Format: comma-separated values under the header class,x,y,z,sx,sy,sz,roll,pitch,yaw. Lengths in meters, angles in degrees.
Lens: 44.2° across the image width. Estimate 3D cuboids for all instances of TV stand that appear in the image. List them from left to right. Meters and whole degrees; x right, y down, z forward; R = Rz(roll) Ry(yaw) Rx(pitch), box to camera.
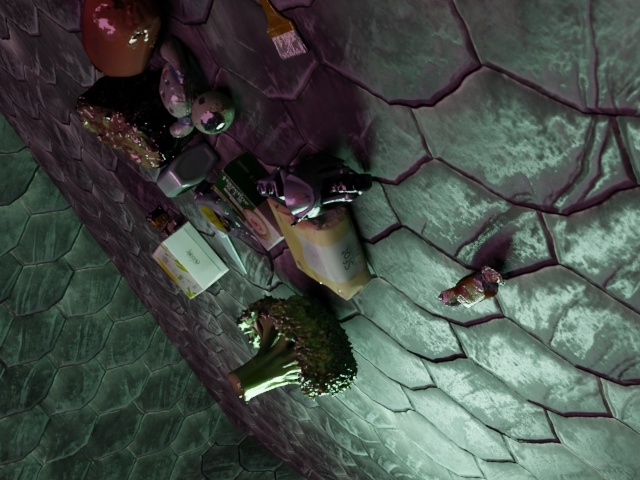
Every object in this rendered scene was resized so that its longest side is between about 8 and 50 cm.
class,x,y,z,sx,sy,sz,roll,pitch,yaw
TV stand,-0.465,-0.043,2.460,0.042,0.036,0.249,51,158,-3

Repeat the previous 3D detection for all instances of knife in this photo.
class,x,y,z,sx,sy,sz,roll,pitch,yaw
knife,-0.264,-0.012,2.145,0.080,0.044,0.331,34,158,28

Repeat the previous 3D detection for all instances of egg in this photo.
class,x,y,z,sx,sy,sz,roll,pitch,yaw
egg,-0.212,-0.255,1.564,0.110,0.085,0.085,0,128,56

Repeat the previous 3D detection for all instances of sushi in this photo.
class,x,y,z,sx,sy,sz,roll,pitch,yaw
sushi,-0.424,-0.281,1.805,0.350,0.171,0.210,25,150,47

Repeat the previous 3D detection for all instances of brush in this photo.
class,x,y,z,sx,sy,sz,roll,pitch,yaw
brush,-0.091,-0.377,1.232,0.205,0.011,0.083,57,157,-20

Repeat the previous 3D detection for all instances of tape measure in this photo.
class,x,y,z,sx,sy,sz,roll,pitch,yaw
tape measure,-0.194,-0.022,1.947,0.164,0.084,0.330,26,157,43

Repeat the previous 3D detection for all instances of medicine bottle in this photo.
class,x,y,z,sx,sy,sz,roll,pitch,yaw
medicine bottle,-0.330,-0.162,1.892,0.083,0.121,0.229,52,158,-11

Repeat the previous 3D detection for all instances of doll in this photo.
class,x,y,z,sx,sy,sz,roll,pitch,yaw
doll,-0.287,-0.305,1.610,0.103,0.072,0.213,39,138,42

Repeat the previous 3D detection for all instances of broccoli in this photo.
class,x,y,z,sx,sy,sz,roll,pitch,yaw
broccoli,-0.083,0.245,1.935,0.375,0.302,0.249,34,116,42

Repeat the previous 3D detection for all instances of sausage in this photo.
class,x,y,z,sx,sy,sz,roll,pitch,yaw
sausage,-0.396,-0.416,1.553,0.152,0.152,0.280,50,159,-4

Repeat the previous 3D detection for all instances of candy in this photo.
class,x,y,z,sx,sy,sz,roll,pitch,yaw
candy,0.255,0.077,1.303,0.053,0.046,0.182,51,153,2

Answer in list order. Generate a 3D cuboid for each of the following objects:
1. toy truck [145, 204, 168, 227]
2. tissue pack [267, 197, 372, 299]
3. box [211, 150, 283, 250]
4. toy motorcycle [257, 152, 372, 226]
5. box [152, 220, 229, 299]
class,x,y,z,sx,sy,sz,roll,pitch,yaw
toy truck,-0.516,-0.072,2.492,0.054,0.049,0.083,49,157,-7
tissue pack,0.000,0.000,1.587,0.186,0.090,0.222,32,153,40
box,-0.138,-0.085,1.723,0.199,0.081,0.135,47,159,-1
toy motorcycle,-0.032,-0.095,1.406,0.270,0.159,0.106,8,114,56
box,-0.408,0.066,2.443,0.194,0.111,0.260,50,160,-3
